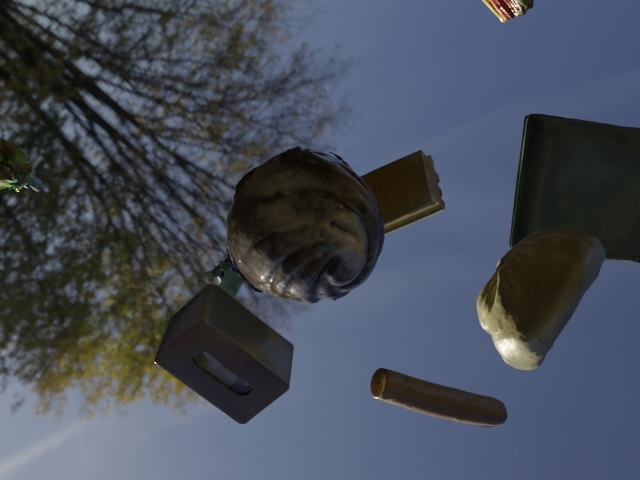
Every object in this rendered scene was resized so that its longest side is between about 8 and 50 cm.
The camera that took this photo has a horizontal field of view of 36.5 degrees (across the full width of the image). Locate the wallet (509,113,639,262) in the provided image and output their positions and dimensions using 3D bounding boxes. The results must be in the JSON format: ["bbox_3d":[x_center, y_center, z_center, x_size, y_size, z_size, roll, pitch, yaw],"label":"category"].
[{"bbox_3d":[0.487,-0.089,1.747,0.054,0.291,0.251,-172,-94,-74],"label":"wallet"}]

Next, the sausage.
[{"bbox_3d":[0.220,0.289,1.750,0.066,0.301,0.065,-34,-133,47],"label":"sausage"}]

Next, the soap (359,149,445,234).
[{"bbox_3d":[0.157,-0.097,2.206,0.232,0.073,0.140,-23,-117,27],"label":"soap"}]

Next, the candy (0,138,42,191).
[{"bbox_3d":[-0.468,-0.100,1.513,0.262,0.077,0.073,131,-17,-84],"label":"candy"}]

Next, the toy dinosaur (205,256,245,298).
[{"bbox_3d":[-0.188,0.070,2.079,0.329,0.076,0.144,-49,176,14],"label":"toy dinosaur"}]

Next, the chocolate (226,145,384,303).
[{"bbox_3d":[0.000,0.000,1.754,0.303,0.303,0.213,-48,-141,-3],"label":"chocolate"}]

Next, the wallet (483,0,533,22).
[{"bbox_3d":[0.183,-0.359,1.006,0.067,0.141,0.241,-19,-133,43],"label":"wallet"}]

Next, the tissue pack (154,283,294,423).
[{"bbox_3d":[-0.193,0.234,2.017,0.159,0.246,0.136,-42,-160,26],"label":"tissue pack"}]

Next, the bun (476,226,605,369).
[{"bbox_3d":[0.308,0.078,1.405,0.231,0.133,0.231,-54,165,-22],"label":"bun"}]
